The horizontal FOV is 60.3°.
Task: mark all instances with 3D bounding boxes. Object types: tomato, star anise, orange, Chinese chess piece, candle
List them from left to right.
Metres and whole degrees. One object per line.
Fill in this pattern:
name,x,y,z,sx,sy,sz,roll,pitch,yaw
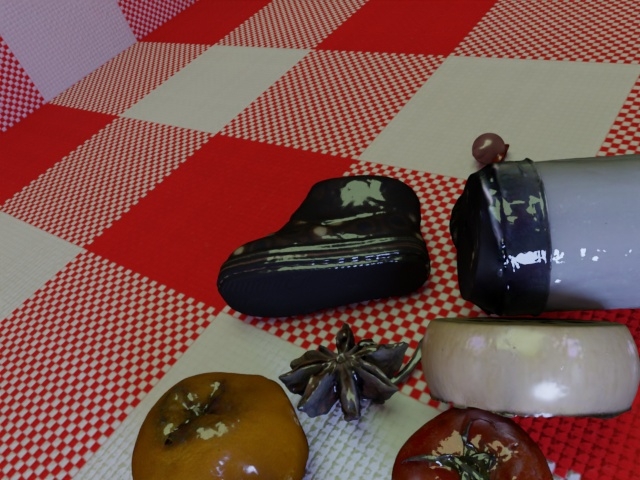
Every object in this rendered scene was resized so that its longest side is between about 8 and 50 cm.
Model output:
orange,-0.137,0.290,0.757,0.249,0.183,0.249,-13,40,11
star anise,0.052,0.203,0.843,0.232,0.089,0.209,-2,29,13
tomato,0.178,0.293,0.648,0.187,0.151,0.187,-4,40,4
Chinese chess piece,0.258,0.152,0.699,0.257,0.257,0.104,-2,84,20
candle,0.366,-0.007,0.746,0.343,0.221,0.221,-2,43,6

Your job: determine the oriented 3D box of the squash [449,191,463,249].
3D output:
squash,0.320,-0.034,0.945,0.193,0.156,0.193,-35,33,28

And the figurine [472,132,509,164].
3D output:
figurine,0.358,-0.194,1.166,0.071,0.067,0.083,25,40,16

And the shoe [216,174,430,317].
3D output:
shoe,0.000,0.000,1.020,0.384,0.171,0.237,-11,49,9
